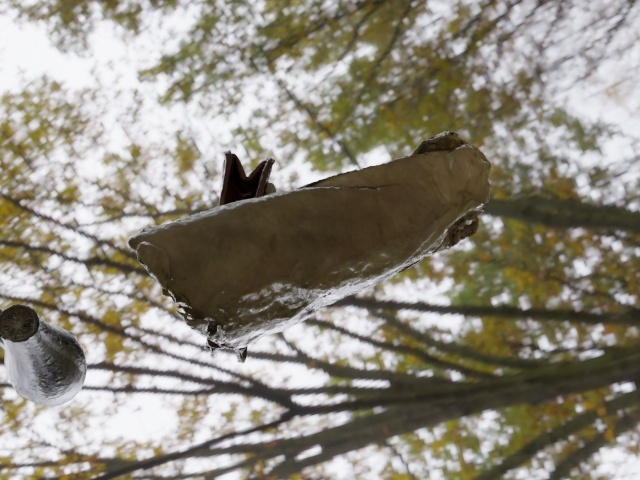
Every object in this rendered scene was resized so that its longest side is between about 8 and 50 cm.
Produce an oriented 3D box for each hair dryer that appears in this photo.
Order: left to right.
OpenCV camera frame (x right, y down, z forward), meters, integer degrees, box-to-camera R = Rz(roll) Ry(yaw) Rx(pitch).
[{"bbox_3d":[-0.311,0.059,1.089,0.219,0.195,0.075,37,-108,14],"label":"hair dryer"}]

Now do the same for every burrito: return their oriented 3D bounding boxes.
[{"bbox_3d":[-0.003,0.008,1.018,0.348,0.175,0.107,-20,-119,-26],"label":"burrito"}]

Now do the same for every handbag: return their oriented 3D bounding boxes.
[{"bbox_3d":[-0.098,0.022,1.455,0.074,0.203,0.216,6,-122,-1],"label":"handbag"}]
